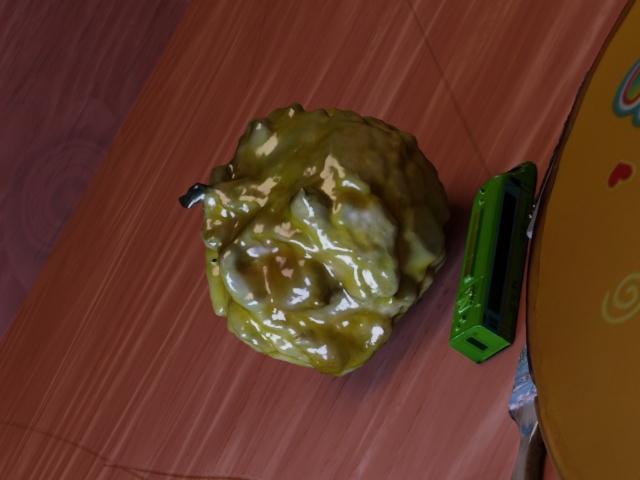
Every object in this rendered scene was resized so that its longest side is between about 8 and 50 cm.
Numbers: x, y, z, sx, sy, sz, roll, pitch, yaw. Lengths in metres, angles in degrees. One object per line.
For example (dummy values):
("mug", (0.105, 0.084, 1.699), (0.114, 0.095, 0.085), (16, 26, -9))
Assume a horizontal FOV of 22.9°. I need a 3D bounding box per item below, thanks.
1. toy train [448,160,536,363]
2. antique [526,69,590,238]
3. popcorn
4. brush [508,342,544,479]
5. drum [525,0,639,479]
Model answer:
("toy train", (0.145, 0.004, 1.331), (0.044, 0.042, 0.209), (-37, 29, 43))
("antique", (0.245, -0.036, 1.002), (0.148, 0.152, 0.146), (-28, 34, 59))
("popcorn", (-0.004, -0.008, 1.439), (0.249, 0.225, 0.249), (-41, 28, 27))
("brush", (0.156, 0.142, 1.147), (0.070, 0.021, 0.196), (-31, 36, 50))
("drum", (0.284, -0.007, 0.521), (0.431, 0.214, 0.431), (-38, 33, 30))
